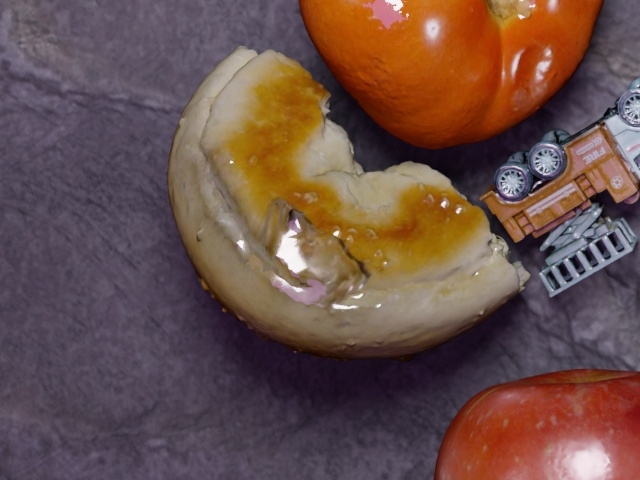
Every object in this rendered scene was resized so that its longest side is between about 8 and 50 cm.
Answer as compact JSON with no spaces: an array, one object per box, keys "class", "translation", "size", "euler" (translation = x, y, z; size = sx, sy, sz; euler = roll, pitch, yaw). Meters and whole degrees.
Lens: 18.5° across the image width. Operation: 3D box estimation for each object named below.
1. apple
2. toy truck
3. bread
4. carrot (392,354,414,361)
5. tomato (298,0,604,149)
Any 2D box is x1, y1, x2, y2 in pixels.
[{"class":"apple","translation":[0.215,0.209,1.539],"size":[0.260,0.260,0.216],"euler":[-2,93,17]},{"class":"toy truck","translation":[0.231,-0.048,1.597],"size":[0.178,0.080,0.115],"euler":[-33,92,19]},{"class":"bread","translation":[0.001,0.005,1.595],"size":[0.314,0.192,0.171],"euler":[33,150,7]},{"class":"carrot","translation":[0.014,0.077,1.695],"size":[0.139,0.048,0.048],"euler":[5,98,18]},{"class":"tomato","translation":[0.097,-0.205,1.537],"size":[0.180,0.260,0.259],"euler":[20,104,46]}]
